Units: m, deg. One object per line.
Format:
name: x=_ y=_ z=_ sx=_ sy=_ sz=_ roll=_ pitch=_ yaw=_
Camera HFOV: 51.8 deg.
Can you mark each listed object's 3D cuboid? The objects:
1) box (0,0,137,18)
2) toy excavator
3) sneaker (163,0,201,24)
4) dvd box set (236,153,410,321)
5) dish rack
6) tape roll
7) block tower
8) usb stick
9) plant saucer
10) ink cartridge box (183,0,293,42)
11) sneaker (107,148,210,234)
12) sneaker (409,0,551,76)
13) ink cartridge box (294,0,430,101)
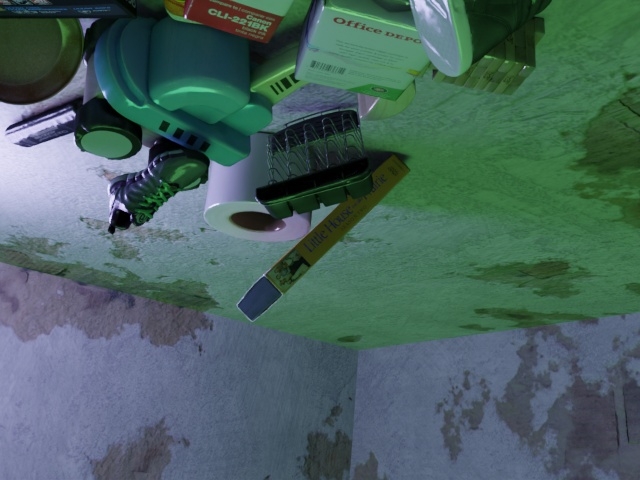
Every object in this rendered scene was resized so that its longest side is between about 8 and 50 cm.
box: x=-0.421 y=-0.354 z=0.830 sx=0.295 sy=0.074 sz=0.293 roll=2 pitch=-177 yaw=3
toy excavator: x=-0.123 y=-0.257 z=1.097 sx=0.445 sy=0.223 sz=0.432 roll=-22 pitch=149 yaw=36
sneaker: x=-0.152 y=-0.360 z=0.997 sx=0.174 sy=0.064 sz=0.067 roll=4 pitch=150 yaw=-5
dvd box set: x=0.000 y=0.000 z=1.502 sx=0.062 sy=0.420 sz=0.307 roll=46 pitch=156 yaw=1
dish rack: x=-0.012 y=-0.161 z=1.212 sx=0.208 sy=0.272 sz=0.074 roll=-14 pitch=135 yaw=9
tape roll: x=-0.134 y=-0.115 z=1.506 sx=0.245 sy=0.169 sz=0.246 roll=5 pitch=161 yaw=2
block tower: x=0.169 y=-0.307 z=1.007 sx=0.335 sy=0.097 sz=0.091 roll=7 pitch=160 yaw=-8
usb stick: x=-0.583 y=-0.252 z=1.432 sx=0.277 sy=0.045 sz=0.077 roll=-9 pitch=163 yaw=34
plant saucer: x=-0.487 y=-0.319 z=1.079 sx=0.036 sy=0.199 sz=0.198 roll=38 pitch=178 yaw=30
ink cartridge box: x=-0.053 y=-0.380 z=0.711 sx=0.114 sy=0.197 sz=0.273 roll=11 pitch=160 yaw=-21
sneaker: x=-0.269 y=-0.074 z=1.094 sx=0.223 sy=0.098 sz=0.083 roll=-19 pitch=150 yaw=34
sneaker: x=0.154 y=-0.323 z=0.643 sx=0.146 sy=0.104 sz=0.296 roll=-32 pitch=132 yaw=-13
ink cartridge box: x=0.062 y=-0.268 z=0.835 sx=0.154 sy=0.093 sz=0.212 roll=11 pitch=171 yaw=-9
